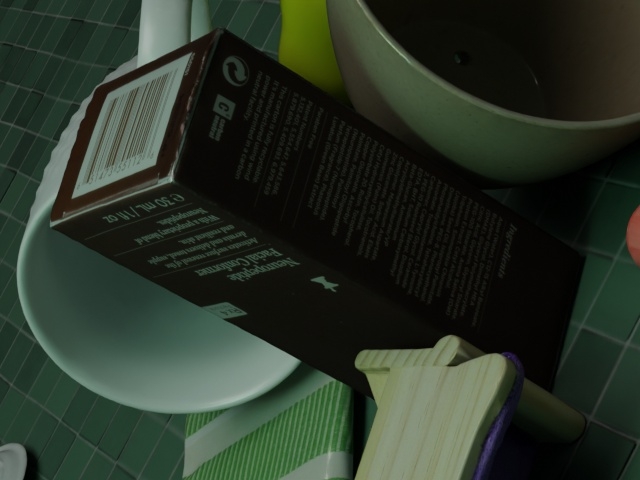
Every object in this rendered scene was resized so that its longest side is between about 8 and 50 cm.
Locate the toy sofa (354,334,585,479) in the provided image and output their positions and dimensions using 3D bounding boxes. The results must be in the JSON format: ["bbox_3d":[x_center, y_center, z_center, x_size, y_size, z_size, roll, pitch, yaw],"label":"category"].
[{"bbox_3d":[0.079,0.261,1.307,0.177,0.150,0.362,-7,57,51],"label":"toy sofa"}]

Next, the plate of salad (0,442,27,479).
[{"bbox_3d":[-0.404,0.327,2.126,0.200,0.048,0.200,-38,26,22],"label":"plate of salad"}]

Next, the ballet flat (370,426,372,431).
[{"bbox_3d":[0.082,0.174,1.510,0.114,0.041,0.041,-2,62,58],"label":"ballet flat"}]

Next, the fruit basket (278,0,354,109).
[{"bbox_3d":[0.086,-0.304,1.798,0.392,0.283,0.392,169,90,-80],"label":"fruit basket"}]

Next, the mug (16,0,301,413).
[{"bbox_3d":[-0.126,-0.082,1.702,0.328,0.276,0.374,-84,-8,-57],"label":"mug"}]

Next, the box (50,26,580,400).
[{"bbox_3d":[0.000,0.000,1.435,0.191,0.381,0.143,-17,51,52],"label":"box"}]

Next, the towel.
[{"bbox_3d":[-0.048,0.158,1.729,0.248,0.038,0.325,-36,34,34],"label":"towel"}]

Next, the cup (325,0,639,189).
[{"bbox_3d":[0.141,-0.173,1.496,0.237,0.331,0.331,118,167,-58],"label":"cup"}]

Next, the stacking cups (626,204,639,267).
[{"bbox_3d":[0.325,0.019,1.223,0.096,0.096,0.316,-61,23,-2],"label":"stacking cups"}]
